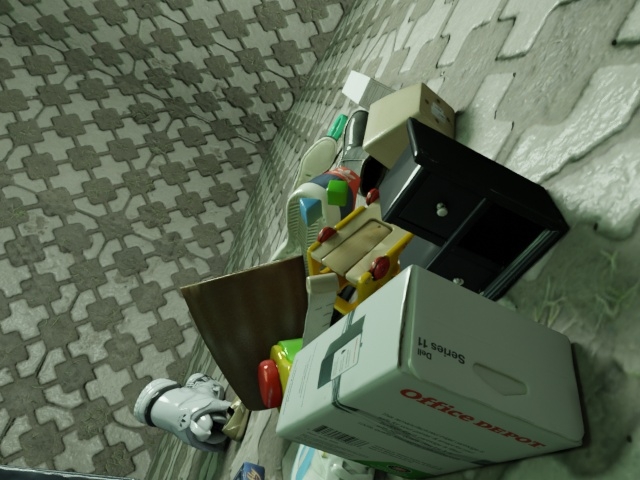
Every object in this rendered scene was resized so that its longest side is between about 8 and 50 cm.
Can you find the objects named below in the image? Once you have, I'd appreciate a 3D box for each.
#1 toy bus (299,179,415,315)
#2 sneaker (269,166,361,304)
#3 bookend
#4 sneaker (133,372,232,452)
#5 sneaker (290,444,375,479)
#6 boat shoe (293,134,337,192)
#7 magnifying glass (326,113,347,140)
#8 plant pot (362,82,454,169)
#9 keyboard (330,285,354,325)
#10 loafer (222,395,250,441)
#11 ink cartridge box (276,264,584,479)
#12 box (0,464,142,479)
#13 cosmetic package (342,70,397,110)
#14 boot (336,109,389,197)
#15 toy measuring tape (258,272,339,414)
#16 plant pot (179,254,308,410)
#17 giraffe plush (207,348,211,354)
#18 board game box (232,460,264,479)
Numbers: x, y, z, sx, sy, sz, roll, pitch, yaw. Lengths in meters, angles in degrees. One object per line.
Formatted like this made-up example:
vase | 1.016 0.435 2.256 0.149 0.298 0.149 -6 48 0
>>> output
toy bus | 0.077 0.012 0.662 0.190 0.202 0.104 -93 -2 -46
sneaker | 0.000 0.000 0.967 0.148 0.131 0.350 -44 -14 -36
bookend | 0.112 -0.007 0.475 0.156 0.157 0.072 -56 17 33
sneaker | -0.300 0.451 1.294 0.137 0.210 0.366 -68 -20 -7
sneaker | 0.026 0.233 0.550 0.092 0.088 0.228 -54 21 37
boat shoe | -0.018 -0.225 1.430 0.233 0.084 0.079 125 161 -48
magnifying glass | 0.021 -0.307 1.536 0.231 0.026 0.092 -46 24 55
plant pot | 0.142 -0.170 0.748 0.096 0.109 0.109 -33 34 43
keyboard | 0.023 0.096 0.902 0.180 0.023 0.108 -60 16 21
loafer | -0.186 0.382 1.140 0.056 0.050 0.147 -50 21 47
ink cartridge box | 0.076 0.124 0.410 0.208 0.153 0.086 -47 23 50
box | -0.487 0.657 0.846 0.479 0.298 0.471 113 165 -60
cosmetic package | 0.114 -0.311 1.064 0.060 0.099 0.239 -61 15 17
boot | 0.088 -0.183 1.003 0.208 0.076 0.189 -134 54 -82
toy measuring tape | -0.028 0.151 0.695 0.121 0.122 0.329 -88 4 -55
plant pot | -0.104 0.161 0.853 0.215 0.216 0.230 163 91 -71
giraffe plush | -0.159 0.185 1.183 0.171 0.181 0.210 -16 37 44
board game box | -0.169 0.533 0.859 0.243 0.042 0.165 -61 15 21
